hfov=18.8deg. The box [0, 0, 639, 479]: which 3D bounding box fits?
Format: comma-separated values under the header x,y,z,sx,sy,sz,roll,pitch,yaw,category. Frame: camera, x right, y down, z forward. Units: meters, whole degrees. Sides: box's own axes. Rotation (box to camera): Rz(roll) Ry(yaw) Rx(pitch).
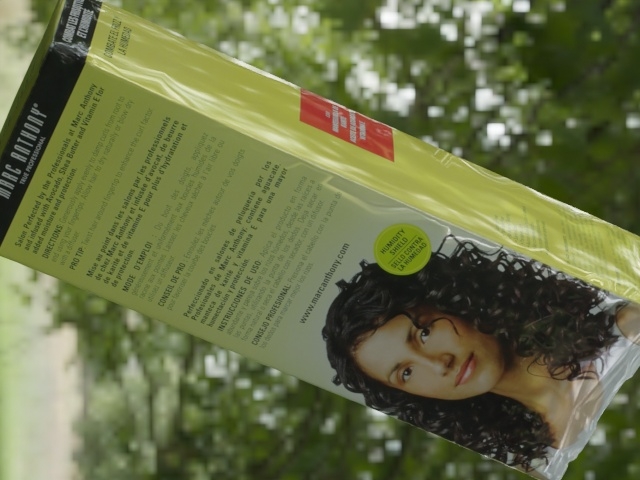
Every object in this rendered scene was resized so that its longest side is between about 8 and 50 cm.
x,y,z,sx,sy,sz,roll,pitch,yaw,category
0.000,0.000,0.675,0.058,0.232,0.087,-86,-159,-60,box
